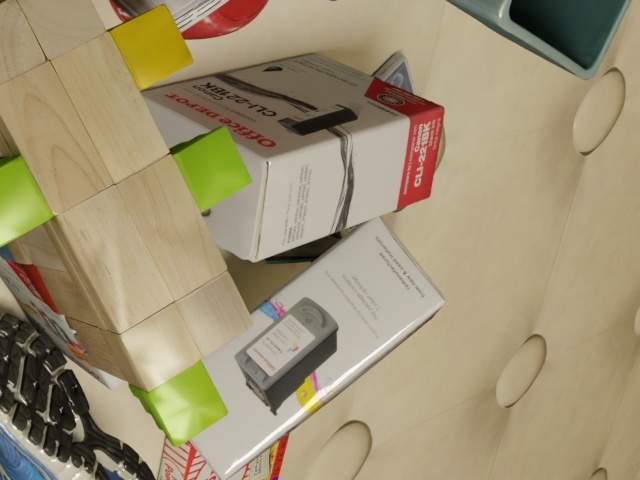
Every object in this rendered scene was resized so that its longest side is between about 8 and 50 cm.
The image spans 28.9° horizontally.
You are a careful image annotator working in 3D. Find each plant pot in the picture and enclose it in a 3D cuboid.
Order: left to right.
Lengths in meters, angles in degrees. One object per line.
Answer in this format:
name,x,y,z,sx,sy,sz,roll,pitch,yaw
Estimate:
plant pot,0.199,-0.353,1.350,0.248,0.252,0.247,14,103,-55

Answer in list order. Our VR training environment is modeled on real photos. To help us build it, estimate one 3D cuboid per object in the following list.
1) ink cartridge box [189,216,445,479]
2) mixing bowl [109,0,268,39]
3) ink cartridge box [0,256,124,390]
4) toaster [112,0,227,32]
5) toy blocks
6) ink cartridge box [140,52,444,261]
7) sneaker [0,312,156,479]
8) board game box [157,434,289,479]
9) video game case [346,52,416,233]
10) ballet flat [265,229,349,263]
ink cartridge box,-0.020,0.123,1.396,0.306,0.131,0.226,-39,174,-4
mixing bowl,-0.104,-0.262,1.166,0.181,0.098,0.181,-31,136,-35
ink cartridge box,-0.223,0.031,1.201,0.127,0.128,0.176,-45,143,-20
toaster,-0.112,-0.255,0.926,0.227,0.129,0.146,-33,125,20
toy blocks,-0.203,-0.044,0.980,0.191,0.261,0.381,-32,106,-23
ink cartridge box,-0.035,-0.095,1.289,0.273,0.197,0.114,-22,129,-43
sneaker,-0.297,0.208,1.225,0.130,0.147,0.330,-84,149,-55
board game box,-0.124,0.286,1.594,0.193,0.045,0.147,-14,125,-47
video game case,0.067,-0.114,1.564,0.173,0.022,0.190,-47,144,-19
ballet flat,0.000,0.000,1.527,0.213,0.072,0.068,8,79,-57
